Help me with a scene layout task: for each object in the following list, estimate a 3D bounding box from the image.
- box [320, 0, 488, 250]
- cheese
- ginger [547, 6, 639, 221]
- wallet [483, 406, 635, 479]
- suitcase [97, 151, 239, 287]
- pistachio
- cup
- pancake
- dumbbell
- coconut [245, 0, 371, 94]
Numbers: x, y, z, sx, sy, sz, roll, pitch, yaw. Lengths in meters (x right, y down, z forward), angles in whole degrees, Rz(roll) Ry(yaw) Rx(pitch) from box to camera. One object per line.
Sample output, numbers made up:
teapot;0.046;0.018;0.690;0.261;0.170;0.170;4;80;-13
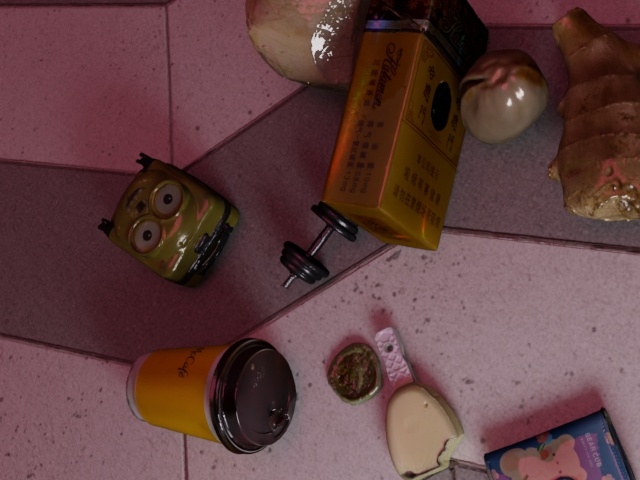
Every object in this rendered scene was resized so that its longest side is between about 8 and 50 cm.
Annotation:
box;0.148;-0.217;1.618;0.116;0.264;0.415;10;79;30
cheese;0.148;0.257;1.598;0.127;0.050;0.255;-27;65;18
ginger;0.468;-0.206;1.513;0.236;0.166;0.375;-8;78;39
wallet;0.355;0.350;1.462;0.202;0.059;0.141;-26;58;16
suitcase;-0.290;-0.039;1.853;0.235;0.143;0.193;31;90;30
pistachio;0.293;-0.227;1.584;0.144;0.215;0.143;0;76;2
cup;-0.193;0.261;1.700;0.280;0.196;0.196;0;75;35
pancake;0.060;0.227;1.671;0.108;0.017;0.108;-9;72;29
dumbbell;0.000;0.000;1.722;0.099;0.099;0.208;40;96;30
coconut;0.005;-0.413;1.739;0.255;0.297;0.297;20;85;28
